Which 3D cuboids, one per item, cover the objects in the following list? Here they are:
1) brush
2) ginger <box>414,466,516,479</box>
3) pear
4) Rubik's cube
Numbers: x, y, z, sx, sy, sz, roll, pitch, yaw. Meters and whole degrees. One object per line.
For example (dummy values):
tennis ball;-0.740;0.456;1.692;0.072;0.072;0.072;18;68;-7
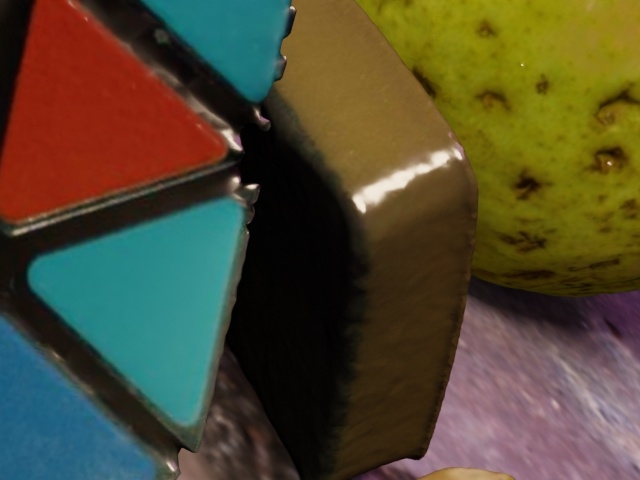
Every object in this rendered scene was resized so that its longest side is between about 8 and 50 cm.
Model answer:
brush;0.000;0.000;0.723;0.059;0.197;0.123;-23;57;-19
ginger;0.050;0.166;0.592;0.193;0.122;0.115;56;-2;-3
pear;0.146;-0.174;1.003;0.391;0.391;0.391;34;25;-18
Rubik's cube;-0.118;0.051;0.587;0.250;0.284;0.234;-5;70;-27
